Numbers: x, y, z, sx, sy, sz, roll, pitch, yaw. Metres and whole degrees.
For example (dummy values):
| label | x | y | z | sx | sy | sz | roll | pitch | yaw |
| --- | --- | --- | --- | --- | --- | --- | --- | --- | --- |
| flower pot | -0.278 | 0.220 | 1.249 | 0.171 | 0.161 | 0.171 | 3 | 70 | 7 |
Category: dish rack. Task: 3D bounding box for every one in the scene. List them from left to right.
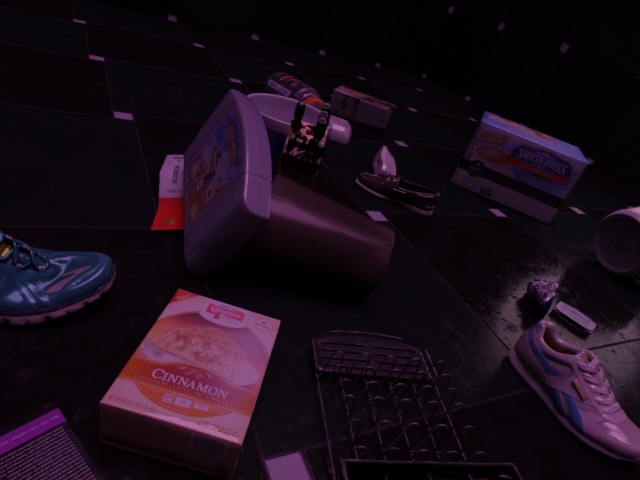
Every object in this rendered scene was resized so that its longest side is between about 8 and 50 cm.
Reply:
| label | x | y | z | sx | sy | sz | roll | pitch | yaw |
| --- | --- | --- | --- | --- | --- | --- | --- | --- | --- |
| dish rack | 0.095 | 0.207 | 0.549 | 0.208 | 0.074 | 0.272 | 11 | 31 | -16 |

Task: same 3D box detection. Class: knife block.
| label | x | y | z | sx | sy | sz | roll | pitch | yaw |
| --- | --- | --- | --- | --- | --- | --- | --- | --- | --- |
| knife block | -0.035 | -0.225 | 1.006 | 0.088 | 0.242 | 0.276 | 17 | 30 | -7 |

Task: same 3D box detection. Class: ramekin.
| label | x | y | z | sx | sy | sz | roll | pitch | yaw |
| --- | --- | --- | --- | --- | --- | --- | --- | --- | --- |
| ramekin | 0.855 | 0.007 | 1.189 | 0.108 | 0.207 | 0.207 | 0 | 35 | -14 |

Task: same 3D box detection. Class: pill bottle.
| label | x | y | z | sx | sy | sz | roll | pitch | yaw |
| --- | --- | --- | --- | --- | --- | --- | --- | --- | --- |
| pill bottle | -0.084 | -0.476 | 1.485 | 0.130 | 0.131 | 0.245 | -7 | 37 | -38 |

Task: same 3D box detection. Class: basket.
| label | x | y | z | sx | sy | sz | roll | pitch | yaw |
| --- | --- | --- | --- | --- | --- | --- | --- | --- | --- |
| basket | 0.000 | 0.000 | 0.761 | 0.226 | 0.154 | 0.204 | 21 | 31 | -4 |

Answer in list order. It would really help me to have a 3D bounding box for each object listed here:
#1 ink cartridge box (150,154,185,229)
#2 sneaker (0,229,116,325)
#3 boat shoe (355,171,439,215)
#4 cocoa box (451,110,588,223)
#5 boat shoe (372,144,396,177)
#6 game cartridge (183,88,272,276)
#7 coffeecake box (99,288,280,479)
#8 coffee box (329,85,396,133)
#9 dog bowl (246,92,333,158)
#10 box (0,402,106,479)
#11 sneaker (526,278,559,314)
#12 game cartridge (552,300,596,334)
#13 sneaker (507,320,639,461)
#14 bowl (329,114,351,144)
| label | x | y | z | sx | sy | sz | roll | pitch | yaw |
| --- | --- | --- | --- | --- | --- | --- | --- | --- | --- |
| ink cartridge box | -0.223 | -0.102 | 0.849 | 0.180 | 0.056 | 0.225 | -2 | 33 | -7 |
| sneaker | -0.393 | 0.032 | 0.517 | 0.275 | 0.110 | 0.107 | 3 | 34 | -27 |
| boat shoe | 0.209 | -0.143 | 1.184 | 0.227 | 0.069 | 0.081 | 23 | 30 | 7 |
| cocoa box | 0.656 | -0.255 | 1.464 | 0.346 | 0.228 | 0.231 | 26 | 31 | 11 |
| boat shoe | 0.204 | -0.236 | 1.343 | 0.063 | 0.066 | 0.184 | 28 | 26 | -13 |
| game cartridge | -0.161 | -0.112 | 0.728 | 0.062 | 0.198 | 0.298 | 17 | 43 | -35 |
| coffeecake box | -0.138 | 0.154 | 0.506 | 0.142 | 0.068 | 0.186 | 17 | 30 | -2 |
| coffee box | 0.171 | -0.532 | 1.763 | 0.246 | 0.098 | 0.141 | 23 | 30 | 6 |
| dog bowl | -0.102 | -0.334 | 1.282 | 0.264 | 0.104 | 0.265 | 14 | 31 | -9 |
| box | -0.246 | 0.228 | 0.364 | 0.162 | 0.029 | 0.116 | 35 | 34 | 27 |
| sneaker | 0.474 | 0.118 | 0.944 | 0.058 | 0.052 | 0.135 | 23 | 21 | 26 |
| game cartridge | 0.543 | 0.165 | 0.932 | 0.056 | 0.017 | 0.083 | -19 | 47 | -42 |
| sneaker | 0.401 | 0.227 | 0.673 | 0.087 | 0.092 | 0.229 | -3 | 38 | -37 |
| bowl | 0.044 | -0.392 | 1.512 | 0.142 | 0.053 | 0.142 | 20 | 31 | -1 |
